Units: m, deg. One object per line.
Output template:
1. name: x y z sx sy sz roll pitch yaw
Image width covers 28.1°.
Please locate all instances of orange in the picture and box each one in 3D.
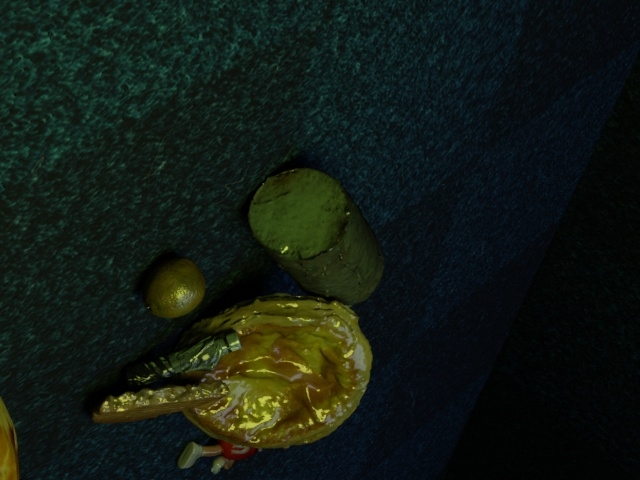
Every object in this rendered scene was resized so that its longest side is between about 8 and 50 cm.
1. orange: -0.211 0.069 1.829 0.095 0.085 0.085 -43 158 -24

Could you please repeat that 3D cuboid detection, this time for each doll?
1. doll: -0.159 0.372 2.440 0.217 0.085 0.183 5 122 -54

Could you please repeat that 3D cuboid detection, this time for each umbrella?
1. umbrella: -0.212 0.189 1.982 0.188 0.050 0.046 -20 -166 -9

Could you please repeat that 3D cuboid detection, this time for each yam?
1. yam: 0.000 0.000 2.020 0.168 0.168 0.304 -49 160 -3

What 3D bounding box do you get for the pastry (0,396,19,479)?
1. pastry: -0.476 0.245 1.271 0.388 0.312 0.389 -41 153 -26

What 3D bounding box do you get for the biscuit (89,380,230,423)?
1. biscuit: -0.264 0.254 2.004 0.224 0.033 0.144 -4 163 -32

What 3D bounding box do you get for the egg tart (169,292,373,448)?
1. egg tart: -0.083 0.203 2.124 0.132 0.341 0.341 -99 -148 -56
